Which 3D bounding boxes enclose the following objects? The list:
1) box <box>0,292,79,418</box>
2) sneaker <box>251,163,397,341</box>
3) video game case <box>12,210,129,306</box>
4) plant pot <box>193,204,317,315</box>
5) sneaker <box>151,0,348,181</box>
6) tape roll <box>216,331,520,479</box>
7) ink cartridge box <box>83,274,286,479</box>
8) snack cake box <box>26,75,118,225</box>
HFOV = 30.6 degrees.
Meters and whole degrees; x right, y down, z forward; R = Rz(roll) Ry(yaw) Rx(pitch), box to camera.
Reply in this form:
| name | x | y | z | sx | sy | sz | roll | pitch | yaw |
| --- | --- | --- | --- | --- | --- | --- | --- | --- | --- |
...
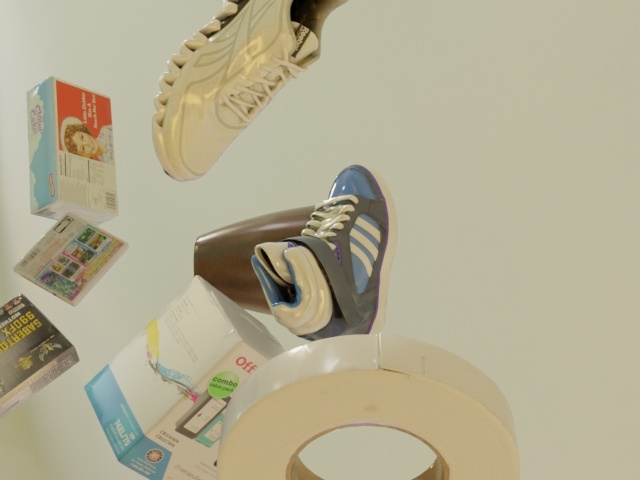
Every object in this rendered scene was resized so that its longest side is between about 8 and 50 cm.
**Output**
| name | x | y | z | sx | sy | sz | roll | pitch | yaw |
| --- | --- | --- | --- | --- | --- | --- | --- | --- | --- |
| box | -0.599 | 0.227 | 2.193 | 0.183 | 0.231 | 0.056 | 38 | -26 | 32 |
| sneaker | 0.000 | 0.000 | 1.828 | 0.130 | 0.236 | 0.322 | -15 | -116 | 39 |
| video game case | -0.450 | 0.031 | 2.119 | 0.143 | 0.157 | 0.019 | 27 | -32 | 18 |
| plant pot | -0.108 | 0.045 | 2.123 | 0.215 | 0.231 | 0.215 | -1 | 90 | -87 |
| sneaker | -0.074 | -0.188 | 1.235 | 0.118 | 0.292 | 0.110 | 23 | -11 | 33 |
| tape roll | 0.061 | 0.281 | 1.506 | 0.072 | 0.392 | 0.392 | -86 | 177 | -53 |
| ink cartridge box | -0.198 | 0.240 | 1.890 | 0.198 | 0.270 | 0.197 | 41 | 6 | -41 |
| snack cake box | -0.487 | -0.171 | 2.296 | 0.089 | 0.152 | 0.264 | -22 | -114 | 37 |
